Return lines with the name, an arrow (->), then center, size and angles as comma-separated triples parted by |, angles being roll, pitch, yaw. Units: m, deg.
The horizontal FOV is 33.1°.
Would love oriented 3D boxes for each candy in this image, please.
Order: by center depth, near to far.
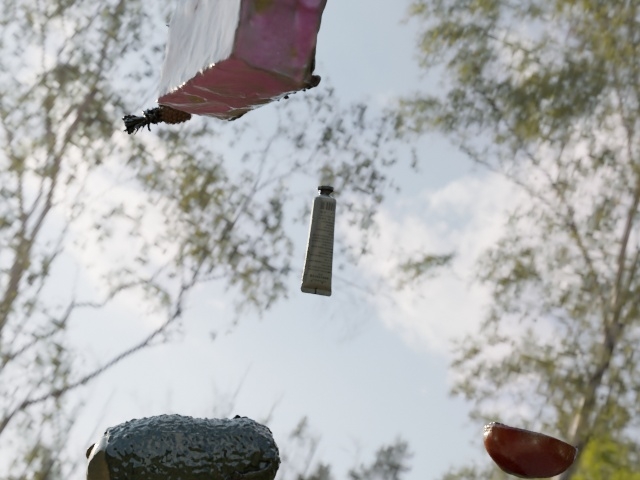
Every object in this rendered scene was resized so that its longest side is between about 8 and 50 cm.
candy -> -0.097, -0.244, 1.307 | 0.116, 0.155, 0.265 | 12, -10, -27

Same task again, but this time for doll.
doll -> -0.248, 0.425, 1.981 | 0.350, 0.247, 0.247 | -11, -36, -8

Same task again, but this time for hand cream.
hand cream -> 0.000, 0.000, 1.904 | 0.067, 0.194, 0.042 | 13, -10, -37

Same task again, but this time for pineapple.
pineapple -> -0.281, -0.215, 1.829 | 0.124, 0.058, 0.058 | -14, -41, -1

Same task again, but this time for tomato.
tomato -> 0.333, 0.348, 1.738 | 0.156, 0.069, 0.155 | 13, -17, 4
